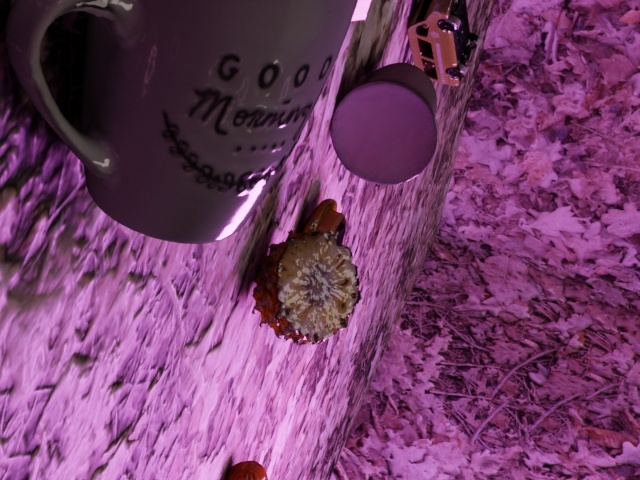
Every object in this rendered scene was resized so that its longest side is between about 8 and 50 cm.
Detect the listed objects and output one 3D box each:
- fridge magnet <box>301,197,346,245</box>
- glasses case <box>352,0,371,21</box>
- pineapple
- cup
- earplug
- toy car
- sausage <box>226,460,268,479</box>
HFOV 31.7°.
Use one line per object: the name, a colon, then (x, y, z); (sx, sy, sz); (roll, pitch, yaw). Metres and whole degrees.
fridge magnet: (0.000, 0.000, 1.848); (0.143, 0.063, 0.143); (22, 90, -79)
glasses case: (0.017, -0.340, 1.344); (0.193, 0.103, 0.070); (109, -32, -59)
pineapple: (-0.043, 0.068, 1.639); (0.161, 0.137, 0.175); (30, 65, -35)
cup: (-0.116, -0.121, 0.821); (0.258, 0.186, 0.234); (-11, 133, -44)
earplug: (0.130, -0.225, 1.908); (0.301, 0.172, 0.172); (-63, 168, -64)
toy car: (0.234, -0.412, 2.208); (0.256, 0.124, 0.101); (66, 42, -61)
sausage: (-0.127, 0.443, 1.929); (0.197, 0.076, 0.076); (95, 16, -46)
